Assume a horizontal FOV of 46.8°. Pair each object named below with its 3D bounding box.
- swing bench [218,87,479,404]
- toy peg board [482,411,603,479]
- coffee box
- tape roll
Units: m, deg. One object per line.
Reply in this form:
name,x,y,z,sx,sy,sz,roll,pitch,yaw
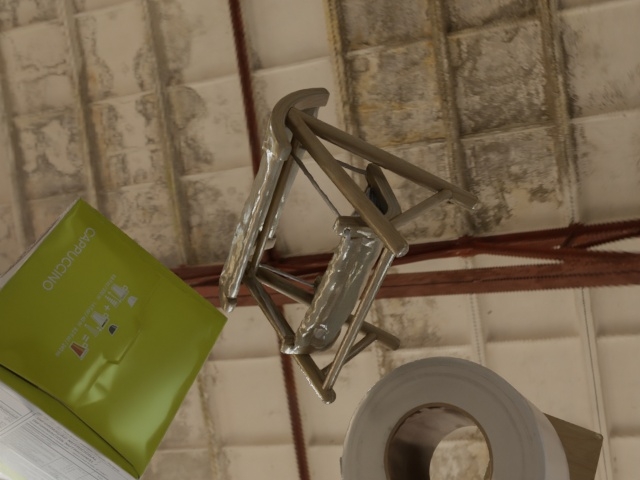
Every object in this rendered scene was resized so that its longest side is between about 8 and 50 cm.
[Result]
swing bench,0.000,0.000,0.870,0.254,0.165,0.253,38,-50,21
toy peg board,0.357,0.374,1.211,0.161,0.161,0.079,18,-34,15
coffee box,-0.429,0.199,1.244,0.338,0.338,0.334,43,-47,-17
tape roll,0.168,0.279,0.909,0.246,0.169,0.246,-10,-115,23
